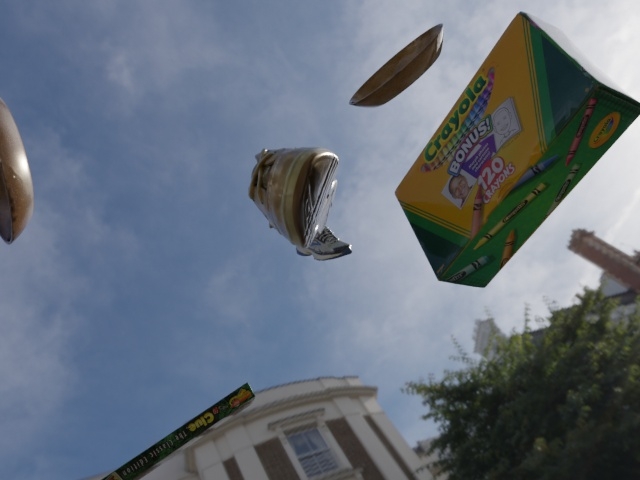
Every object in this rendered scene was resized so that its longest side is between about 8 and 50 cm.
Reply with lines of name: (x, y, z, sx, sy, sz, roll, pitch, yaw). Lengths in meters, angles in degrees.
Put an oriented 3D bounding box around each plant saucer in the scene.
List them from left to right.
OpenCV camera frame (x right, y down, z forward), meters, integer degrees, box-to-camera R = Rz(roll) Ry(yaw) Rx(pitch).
plant saucer: (-0.379, -0.095, 0.731, 0.036, 0.198, 0.199, -19, -54, -35)
plant saucer: (0.056, -0.118, 0.437, 0.083, 0.083, 0.015, -43, -75, 0)

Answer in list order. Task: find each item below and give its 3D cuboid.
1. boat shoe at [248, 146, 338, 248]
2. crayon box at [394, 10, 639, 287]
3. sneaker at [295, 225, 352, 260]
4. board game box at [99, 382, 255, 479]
boat shoe: (-0.039, -0.058, 0.729, 0.098, 0.302, 0.109, 20, -88, 3)
crayon box: (0.212, -0.098, 0.730, 0.081, 0.165, 0.278, 11, -51, -28)
sneaker: (0.000, 0.000, 1.061, 0.052, 0.135, 0.058, -16, -75, -38)
board game box: (-0.214, 0.301, 0.924, 0.259, 0.030, 0.136, -32, -9, -17)
